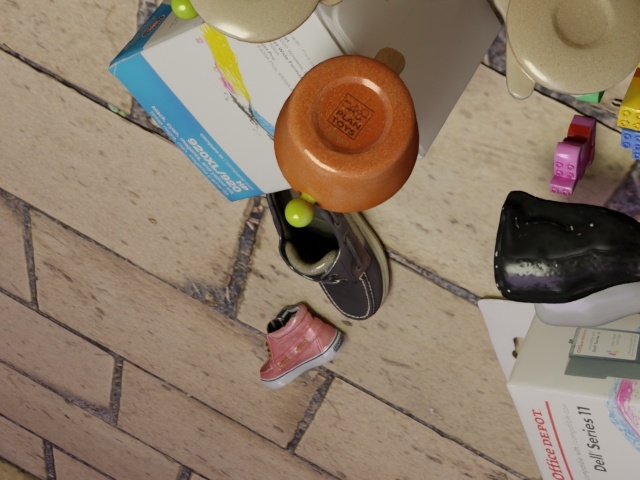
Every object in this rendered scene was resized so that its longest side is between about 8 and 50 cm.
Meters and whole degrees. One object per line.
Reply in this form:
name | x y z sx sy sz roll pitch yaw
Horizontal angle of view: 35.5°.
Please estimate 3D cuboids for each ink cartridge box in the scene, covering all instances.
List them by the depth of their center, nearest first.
ink cartridge box | -0.012 -0.160 0.811 0.233 0.171 0.168 -9 130 46
ink cartridge box | 0.327 0.180 1.034 0.353 0.119 0.207 5 138 33

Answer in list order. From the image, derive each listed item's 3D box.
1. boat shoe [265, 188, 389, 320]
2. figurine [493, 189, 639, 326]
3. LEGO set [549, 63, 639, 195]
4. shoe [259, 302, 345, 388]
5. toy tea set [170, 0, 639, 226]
boat shoe | 0.000 0.000 1.085 0.103 0.092 0.285 12 142 27
figurine | 0.280 0.030 0.860 0.209 0.092 0.215 5 169 27
LEGO set | 0.224 -0.108 0.761 0.087 0.093 0.227 15 144 23
shoe | -0.047 0.140 1.343 0.081 0.063 0.178 42 141 -13
toy tea set | 0.085 -0.149 0.647 0.124 0.336 0.200 101 147 -85
